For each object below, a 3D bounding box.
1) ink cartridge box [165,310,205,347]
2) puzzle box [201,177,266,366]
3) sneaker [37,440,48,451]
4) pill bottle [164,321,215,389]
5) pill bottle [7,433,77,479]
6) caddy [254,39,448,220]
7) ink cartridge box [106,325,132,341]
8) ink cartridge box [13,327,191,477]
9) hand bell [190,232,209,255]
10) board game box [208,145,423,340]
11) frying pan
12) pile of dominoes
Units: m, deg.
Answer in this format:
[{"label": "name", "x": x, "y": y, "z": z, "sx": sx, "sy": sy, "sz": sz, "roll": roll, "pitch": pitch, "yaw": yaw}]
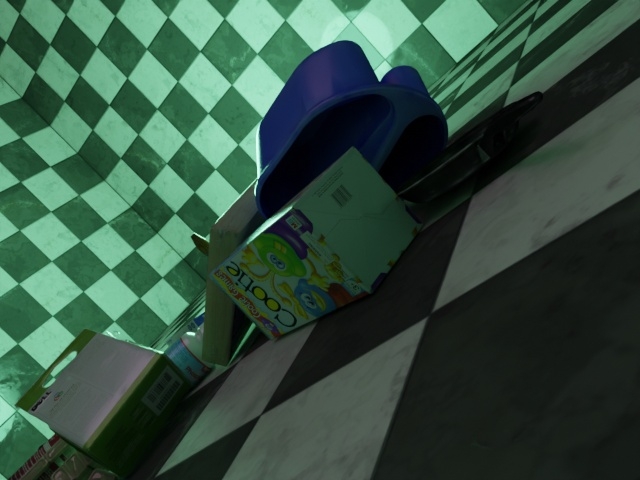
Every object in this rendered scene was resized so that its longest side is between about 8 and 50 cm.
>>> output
[{"label": "ink cartridge box", "x": -0.386, "y": 0.268, "z": 1.788, "sx": 0.207, "sy": 0.046, "sz": 0.097, "roll": -37, "pitch": -1, "yaw": 44}, {"label": "puzzle box", "x": -0.129, "y": 0.019, "z": 1.157, "sx": 0.409, "sy": 0.052, "sz": 0.272, "roll": -63, "pitch": -16, "yaw": -63}, {"label": "sneaker", "x": -0.567, "y": 0.469, "z": 1.276, "sx": 0.293, "sy": 0.102, "sz": 0.146, "roll": -40, "pitch": -12, "yaw": 30}, {"label": "pill bottle", "x": -0.259, "y": 0.236, "z": 1.135, "sx": 0.160, "sy": 0.087, "sz": 0.087, "roll": -44, "pitch": 7, "yaw": -5}, {"label": "pill bottle", "x": -0.509, "y": 0.457, "z": 1.099, "sx": 0.221, "sy": 0.121, "sz": 0.121, "roll": -46, "pitch": 7, "yaw": -21}, {"label": "caddy", "x": 0.037, "y": -0.133, "z": 0.916, "sx": 0.341, "sy": 0.241, "sz": 0.179, "roll": -48, "pitch": 42, "yaw": 42}, {"label": "ink cartridge box", "x": -0.458, "y": 0.301, "z": 1.423, "sx": 0.067, "sy": 0.198, "sz": 0.115, "roll": -45, "pitch": 6, "yaw": -9}, {"label": "ink cartridge box", "x": -0.385, "y": 0.271, "z": 1.036, "sx": 0.255, "sy": 0.097, "sz": 0.188, "roll": 7, "pitch": 50, "yaw": 39}, {"label": "hand bell", "x": -0.323, "y": 0.067, "z": 1.878, "sx": 0.126, "sy": 0.242, "sz": 0.126, "roll": -44, "pitch": 6, "yaw": 6}, {"label": "board game box", "x": -0.017, "y": 0.017, "z": 0.823, "sx": 0.144, "sy": 0.142, "sz": 0.275, "roll": -48, "pitch": 8, "yaw": -36}, {"label": "frying pan", "x": 0.208, "y": -0.127, "z": 0.722, "sx": 0.197, "sy": 0.053, "sz": 0.326, "roll": -40, "pitch": 4, "yaw": -28}, {"label": "pile of dominoes", "x": -0.459, "y": 0.454, "z": 0.983, "sx": 0.196, "sy": 0.040, "sz": 0.251, "roll": 19, "pitch": 58, "yaw": 46}]
